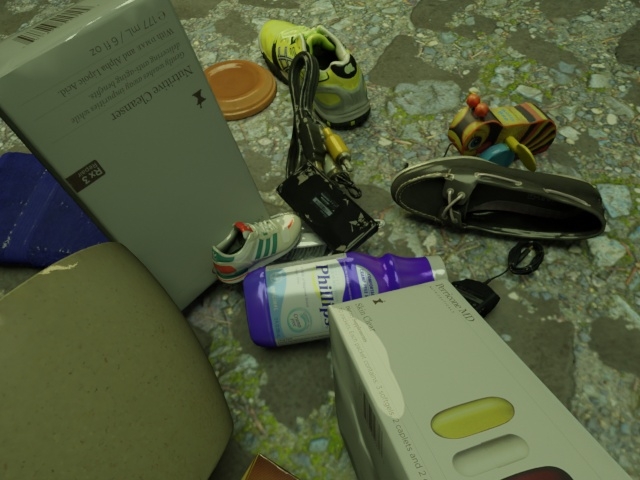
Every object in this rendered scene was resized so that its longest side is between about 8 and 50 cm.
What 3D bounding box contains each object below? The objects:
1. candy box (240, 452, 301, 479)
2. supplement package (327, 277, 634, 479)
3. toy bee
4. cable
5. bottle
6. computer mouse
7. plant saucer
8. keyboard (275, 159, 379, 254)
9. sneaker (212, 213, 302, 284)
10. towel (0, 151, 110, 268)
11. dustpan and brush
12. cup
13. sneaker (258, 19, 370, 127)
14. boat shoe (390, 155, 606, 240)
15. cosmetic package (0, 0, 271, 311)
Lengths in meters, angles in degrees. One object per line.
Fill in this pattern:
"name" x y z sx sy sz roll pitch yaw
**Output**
"candy box" -0.075 0.349 0.479 0.109 0.053 0.186 19 56 28
"supplement package" 0.117 0.200 0.429 0.145 0.203 0.261 -12 31 -12
"toy bee" 0.297 -0.183 0.773 0.298 0.162 0.195 -37 62 -20
"cable" -0.019 -0.214 0.838 0.072 0.140 0.286 11 58 -39
"bottle" 0.037 0.077 0.634 0.283 0.092 0.118 -9 81 0
"computer mouse" 0.262 0.070 0.676 0.242 0.041 0.071 -29 33 -21
"plant saucer" -0.200 -0.351 1.002 0.200 0.037 0.199 -2 55 3
"keyboard" 0.018 -0.062 0.717 0.108 0.023 0.180 -41 64 -5
"sneaker" -0.093 -0.004 0.665 0.161 0.075 0.057 -36 53 -24
"towel" -0.461 -0.049 0.791 0.309 0.076 0.227 6 62 7
"dustpan and brush" 0.000 0.000 0.724 0.212 0.060 0.147 -8 55 -1
"cup" -0.238 0.201 0.477 0.237 0.331 0.331 39 62 -4
"sneaker" -0.016 -0.409 0.964 0.145 0.147 0.384 -32 57 -15
"boat shoe" 0.283 -0.063 0.711 0.336 0.112 0.095 5 37 5
"cosmetic package" -0.238 -0.107 0.610 0.156 0.384 0.217 28 64 39
